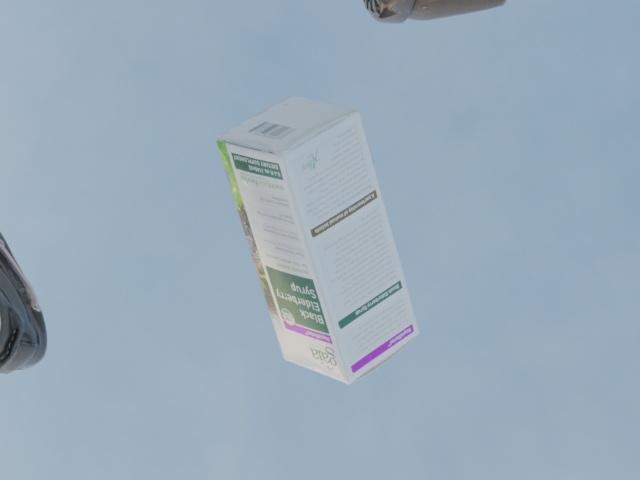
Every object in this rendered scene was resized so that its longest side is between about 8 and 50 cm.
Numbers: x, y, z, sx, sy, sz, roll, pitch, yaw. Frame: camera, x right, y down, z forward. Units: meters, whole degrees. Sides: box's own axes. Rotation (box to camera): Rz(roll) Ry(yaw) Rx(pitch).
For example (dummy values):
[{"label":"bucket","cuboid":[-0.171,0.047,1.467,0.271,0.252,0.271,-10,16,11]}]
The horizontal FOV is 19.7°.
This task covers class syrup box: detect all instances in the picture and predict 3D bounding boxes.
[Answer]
[{"label":"syrup box","cuboid":[0.000,0.000,1.631,0.093,0.096,0.237,17,-50,48]}]

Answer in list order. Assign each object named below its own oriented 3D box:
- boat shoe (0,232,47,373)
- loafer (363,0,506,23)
[{"label":"boat shoe","cuboid":[-0.343,-0.012,1.565,0.112,0.095,0.335,-44,-117,14]},{"label":"loafer","cuboid":[0.119,-0.344,1.547,0.134,0.130,0.366,138,-39,-74]}]
